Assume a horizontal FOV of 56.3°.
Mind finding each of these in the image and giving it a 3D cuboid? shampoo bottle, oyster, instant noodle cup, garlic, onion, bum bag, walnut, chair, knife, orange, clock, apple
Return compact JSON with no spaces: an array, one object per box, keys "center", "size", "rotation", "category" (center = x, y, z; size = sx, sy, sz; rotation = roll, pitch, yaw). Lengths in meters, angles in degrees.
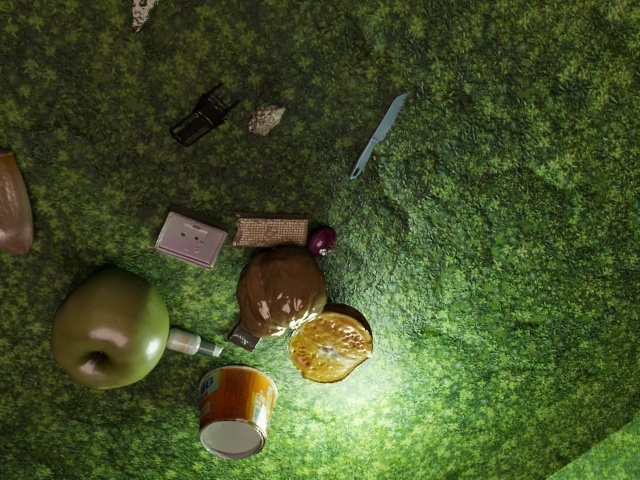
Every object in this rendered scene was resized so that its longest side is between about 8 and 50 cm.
[{"center":[-0.431,0.357,2.046],"size":[0.192,0.074,0.074],"rotation":[22,111,-19],"category":"shampoo bottle"},{"center":[-0.158,-0.353,1.754],"size":[0.098,0.037,0.100],"rotation":[7,115,-13],"category":"oyster"},{"center":[-0.299,0.607,2.087],"size":[0.296,0.214,0.296],"rotation":[0,126,0],"category":"instant noodle cup"},{"center":[-0.910,-0.110,1.707],"size":[0.143,0.112,0.318],"rotation":[-13,114,-29],"category":"garlic"},{"center":[0.000,0.000,1.929],"size":[0.115,0.104,0.115],"rotation":[-34,153,-20],"category":"onion"},{"center":[-0.240,0.312,2.084],"size":[0.109,0.026,0.159],"rotation":[32,107,-22],"category":"bum bag"},{"center":[-0.123,0.158,1.888],"size":[0.296,0.285,0.285],"rotation":[-25,120,28],"category":"walnut"},{"center":[-0.336,-0.354,1.711],"size":[0.212,0.101,0.084],"rotation":[-20,125,44],"category":"chair"},{"center":[0.176,-0.318,1.843],"size":[0.044,0.019,0.313],"rotation":[21,111,-27],"category":"knife"},{"center":[0.040,0.340,2.023],"size":[0.274,0.274,0.310],"rotation":[6,159,-13],"category":"orange"},{"center":[-0.402,-0.010,1.866],"size":[0.192,0.071,0.147],"rotation":[21,111,-19],"category":"clock"},{"center":[-0.629,0.265,1.820],"size":[0.357,0.357,0.357],"rotation":[-4,117,-8],"category":"apple"}]

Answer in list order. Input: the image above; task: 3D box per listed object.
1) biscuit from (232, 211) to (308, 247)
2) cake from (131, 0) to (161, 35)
[{"center":[-0.159,-0.031,1.904],"size":[0.238,0.062,0.108],"rotation":[2,116,-10],"category":"biscuit"},{"center":[-0.390,-0.651,1.498],"size":[0.172,0.158,0.284],"rotation":[4,117,-13],"category":"cake"}]
